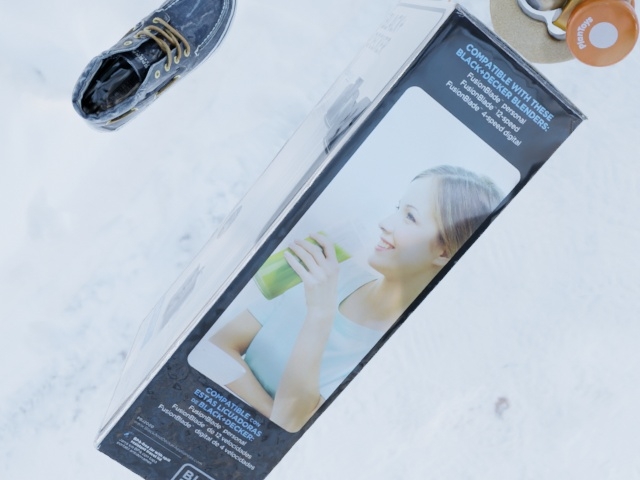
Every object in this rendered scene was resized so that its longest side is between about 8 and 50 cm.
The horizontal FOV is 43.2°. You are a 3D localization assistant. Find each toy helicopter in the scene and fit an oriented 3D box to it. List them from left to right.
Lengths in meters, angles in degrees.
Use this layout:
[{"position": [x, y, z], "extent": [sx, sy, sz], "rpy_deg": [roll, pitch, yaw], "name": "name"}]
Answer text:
[{"position": [0.274, -0.385, 0.960], "extent": [0.235, 0.140, 0.355], "rpy_deg": [8, 122, 14], "name": "toy helicopter"}]

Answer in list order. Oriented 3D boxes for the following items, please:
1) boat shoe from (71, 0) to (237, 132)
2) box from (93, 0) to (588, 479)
[{"position": [-0.139, -0.164, 0.703], "extent": [0.065, 0.083, 0.183], "rpy_deg": [43, 88, -10], "name": "boat shoe"}, {"position": [0.000, 0.000, 0.475], "extent": [0.087, 0.169, 0.290], "rpy_deg": [38, 103, -13], "name": "box"}]
